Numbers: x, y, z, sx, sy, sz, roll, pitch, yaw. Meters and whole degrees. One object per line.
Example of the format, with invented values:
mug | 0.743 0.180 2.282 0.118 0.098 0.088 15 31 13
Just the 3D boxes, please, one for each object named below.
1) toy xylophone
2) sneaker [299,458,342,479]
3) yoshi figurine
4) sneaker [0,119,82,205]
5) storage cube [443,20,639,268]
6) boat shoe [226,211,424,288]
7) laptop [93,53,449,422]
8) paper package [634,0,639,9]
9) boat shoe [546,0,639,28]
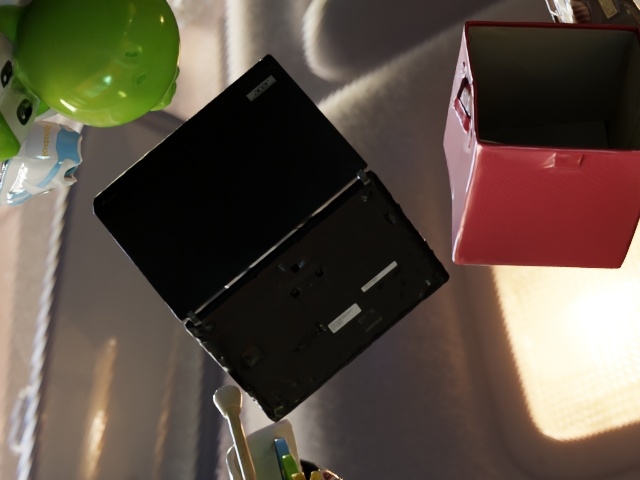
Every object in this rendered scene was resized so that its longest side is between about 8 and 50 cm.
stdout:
toy xylophone | -0.029 0.279 1.443 0.322 0.081 0.236 -117 -165 -54
sneaker | -0.029 0.296 1.812 0.088 0.093 0.225 -56 -158 -20
yoshi figurine | -0.160 -0.186 1.089 0.203 0.203 0.362 -40 -155 36
sneaker | -0.349 -0.090 1.852 0.229 0.092 0.087 150 -56 -72
storage cube | 0.239 -0.098 1.576 0.193 0.215 0.183 97 -6 -50
boat shoe | 0.000 0.000 2.308 0.335 0.121 0.119 -2 -145 13
laptop | -0.046 0.002 1.479 0.234 0.264 0.136 -40 -143 -1
paper package | 0.478 -0.355 1.900 0.168 0.325 0.309 -36 -148 10
boat shoe | 0.312 -0.256 1.710 0.095 0.257 0.095 -27 -155 -7
